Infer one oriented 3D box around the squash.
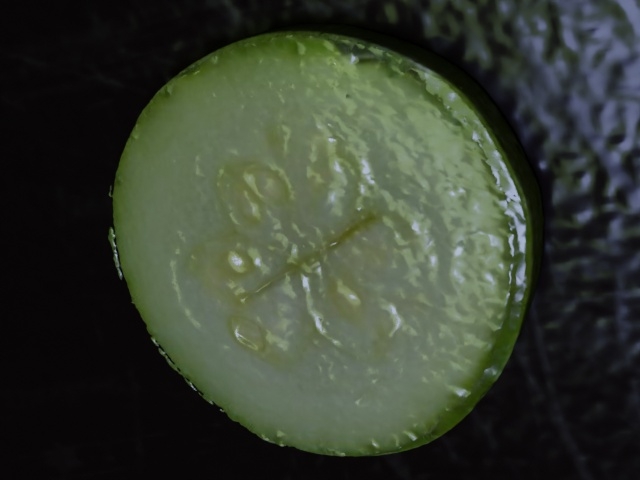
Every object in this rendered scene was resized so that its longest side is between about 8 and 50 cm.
[{"bbox_3d":[-0.002,0.002,0.530,0.219,0.041,0.219,9,115,19],"label":"squash"}]
